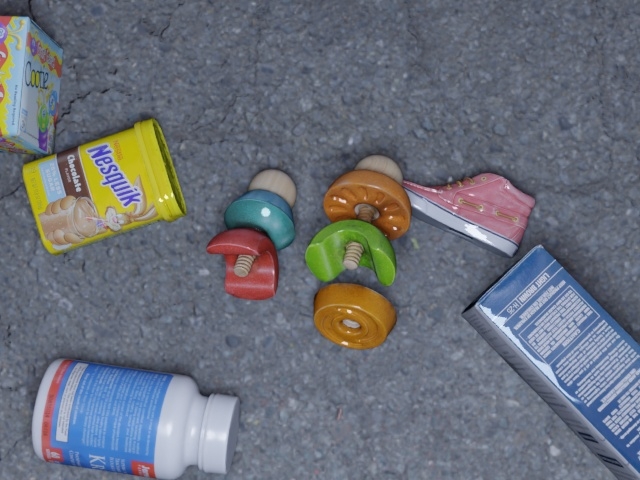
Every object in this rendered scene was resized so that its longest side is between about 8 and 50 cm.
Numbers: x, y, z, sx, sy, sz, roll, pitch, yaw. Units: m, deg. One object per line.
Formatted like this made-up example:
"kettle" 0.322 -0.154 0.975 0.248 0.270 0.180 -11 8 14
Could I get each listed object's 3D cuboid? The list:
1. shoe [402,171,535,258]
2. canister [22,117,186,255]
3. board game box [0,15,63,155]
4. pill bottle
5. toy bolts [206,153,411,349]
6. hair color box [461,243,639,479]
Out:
"shoe" 0.168 -0.051 1.384 0.178 0.063 0.081 25 84 0
"canister" -0.263 -0.062 1.400 0.170 0.073 0.126 -18 83 2
"board game box" -0.470 -0.188 1.388 0.275 0.144 0.142 3 84 4
"pill bottle" -0.210 0.211 1.339 0.222 0.124 0.124 7 84 5
"toy bolts" 0.000 0.000 1.362 0.229 0.218 0.158 6 51 16
"hair color box" 0.320 0.169 1.293 0.105 0.174 0.347 -43 84 -3
